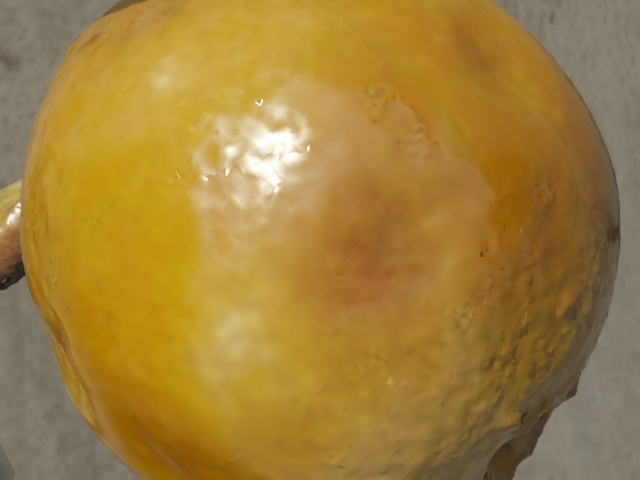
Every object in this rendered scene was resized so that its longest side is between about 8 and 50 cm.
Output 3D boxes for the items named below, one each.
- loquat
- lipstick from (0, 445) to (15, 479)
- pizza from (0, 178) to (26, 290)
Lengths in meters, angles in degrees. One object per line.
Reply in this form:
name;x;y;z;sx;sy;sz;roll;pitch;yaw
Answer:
loquat;0.000;0.000;0.903;0.328;0.328;0.328;3;118;6
lipstick;-0.291;0.040;1.037;0.066;0.068;0.317;-19;110;13
pizza;-0.269;-0.029;1.619;0.392;0.435;0.080;-36;101;19
